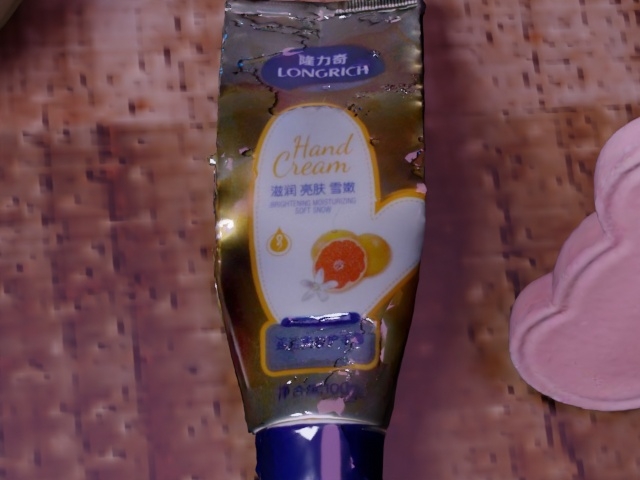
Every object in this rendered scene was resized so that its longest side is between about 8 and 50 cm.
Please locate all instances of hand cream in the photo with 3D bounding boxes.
[{"bbox_3d":[0.000,0.000,0.513,0.062,0.039,0.163,-3,71,7],"label":"hand cream"}]

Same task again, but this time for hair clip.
[{"bbox_3d":[0.132,0.021,0.491,0.102,0.123,0.138,-34,76,-37],"label":"hair clip"}]

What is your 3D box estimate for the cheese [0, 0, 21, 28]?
[{"bbox_3d":[-0.108,-0.130,0.517,0.249,0.071,0.163,-27,79,-16],"label":"cheese"}]
